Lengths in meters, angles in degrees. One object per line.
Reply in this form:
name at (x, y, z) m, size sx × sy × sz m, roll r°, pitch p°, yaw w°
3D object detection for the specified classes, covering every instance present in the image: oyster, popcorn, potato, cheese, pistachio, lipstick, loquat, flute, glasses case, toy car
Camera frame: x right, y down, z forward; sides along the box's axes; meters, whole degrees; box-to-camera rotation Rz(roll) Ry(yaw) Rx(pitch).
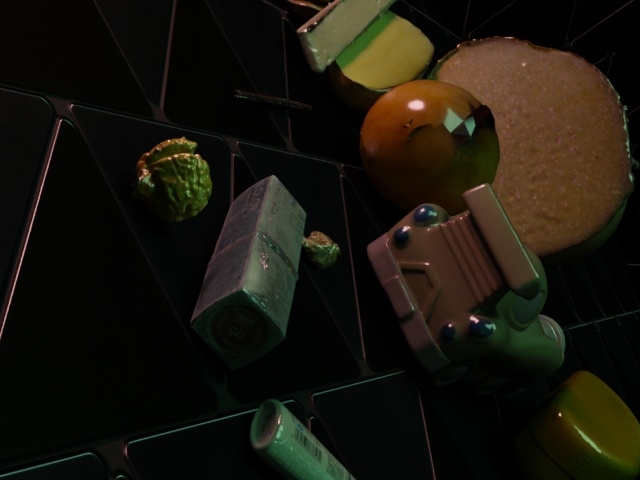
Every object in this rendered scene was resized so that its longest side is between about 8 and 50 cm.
oyster at (0.000, 0.000, 1.413) m, size 0.081 × 0.038 × 0.083 m, roll 42°, pitch 25°, yaw -30°
popcorn at (-0.157, -0.060, 1.094) m, size 0.084 × 0.084 × 0.084 m, roll 47°, pitch 21°, yaw -24°
potato at (0.101, -0.307, 2.001) m, size 0.160 × 0.111 × 0.271 m, roll 28°, pitch 41°, yaw 3°
potato at (0.394, -0.158, 2.103) m, size 0.319 × 0.386 × 0.442 m, roll 29°, pitch 41°, yaw -75°
cheese at (0.066, -0.415, 1.967) m, size 0.400 × 0.034 × 0.085 m, roll -51°, pitch 123°, yaw -46°
pistachio at (0.016, -0.456, 2.054) m, size 0.215 × 0.144 × 0.144 m, roll 0°, pitch 58°, yaw -61°
lipstick at (-0.069, 0.022, 1.154) m, size 0.076 × 0.077 × 0.289 m, roll 49°, pitch 20°, yaw -19°
loquat at (0.179, -0.151, 1.794) m, size 0.235 × 0.235 × 0.235 m, roll 47°, pitch 21°, yaw -24°
flute at (-0.067, -0.205, 1.622) m, size 0.014 × 0.014 × 0.269 m, roll 59°, pitch 19°, yaw 9°
glasses case at (0.396, 0.319, 1.681) m, size 0.173 × 0.141 × 0.371 m, roll 45°, pitch 17°, yaw 13°
toy car at (0.239, 0.073, 1.578) m, size 0.336 × 0.226 × 0.242 m, roll 21°, pitch 38°, yaw -56°

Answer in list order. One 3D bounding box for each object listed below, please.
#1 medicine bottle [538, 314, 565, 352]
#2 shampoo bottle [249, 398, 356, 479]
medicine bottle at (0.345, 0.175, 1.848) m, size 0.105 × 0.105 × 0.168 m, roll 61°, pitch 20°, yaw 15°
shampoo bottle at (0.007, 0.231, 1.050) m, size 0.190 × 0.041 × 0.069 m, roll 47°, pitch 16°, yaw -25°
